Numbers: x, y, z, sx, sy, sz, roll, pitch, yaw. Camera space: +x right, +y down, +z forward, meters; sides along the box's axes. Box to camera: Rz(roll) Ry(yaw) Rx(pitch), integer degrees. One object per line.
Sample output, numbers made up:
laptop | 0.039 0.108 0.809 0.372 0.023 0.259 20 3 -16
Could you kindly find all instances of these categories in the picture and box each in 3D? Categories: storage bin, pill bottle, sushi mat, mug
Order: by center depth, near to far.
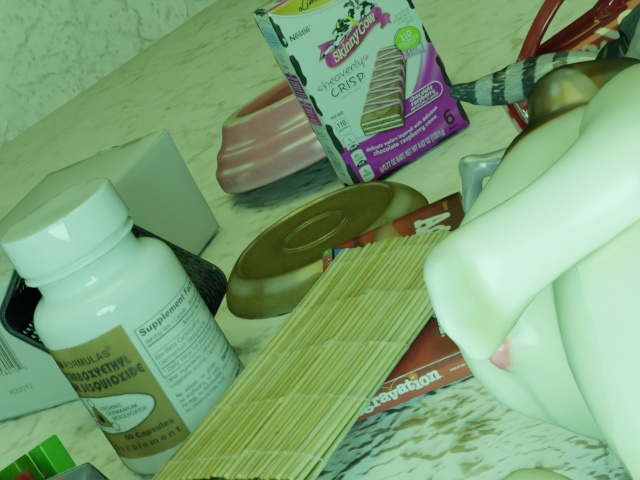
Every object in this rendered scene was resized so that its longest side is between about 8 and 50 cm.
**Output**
sushi mat | 0.007 0.088 0.989 0.151 0.019 0.316 -10 27 40
pill bottle | -0.162 0.069 1.055 0.131 0.229 0.131 -26 19 10
storage bin | -0.193 0.056 1.183 0.122 0.180 0.084 -63 -1 32
mug | 0.257 -0.183 1.260 0.169 0.150 0.113 -33 4 2

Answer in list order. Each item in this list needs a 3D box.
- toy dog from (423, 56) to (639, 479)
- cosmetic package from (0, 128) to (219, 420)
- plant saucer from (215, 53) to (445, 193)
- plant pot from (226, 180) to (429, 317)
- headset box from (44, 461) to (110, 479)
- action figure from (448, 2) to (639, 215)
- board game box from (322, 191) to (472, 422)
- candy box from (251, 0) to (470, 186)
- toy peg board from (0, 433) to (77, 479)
toy dog | 0.223 0.007 0.604 0.395 0.284 0.408 -36 18 -23
cosmetic package | -0.286 0.033 1.445 0.197 0.155 0.365 -18 21 28
plant saucer | -0.001 -0.177 1.645 0.332 0.084 0.332 -29 12 6
plant pot | 0.000 0.000 1.315 0.236 0.032 0.236 -25 19 9
headset box | -0.184 0.264 0.640 0.218 0.110 0.293 -24 38 13
action figure | 0.242 -0.134 0.987 0.330 0.178 0.341 -36 -17 34
board game box | 0.073 0.048 1.067 0.145 0.027 0.281 -23 22 8
candy box | 0.048 -0.195 1.437 0.159 0.233 0.071 -33 19 -10
toy peg board | -0.241 0.221 0.905 0.161 0.079 0.161 -36 -1 40
